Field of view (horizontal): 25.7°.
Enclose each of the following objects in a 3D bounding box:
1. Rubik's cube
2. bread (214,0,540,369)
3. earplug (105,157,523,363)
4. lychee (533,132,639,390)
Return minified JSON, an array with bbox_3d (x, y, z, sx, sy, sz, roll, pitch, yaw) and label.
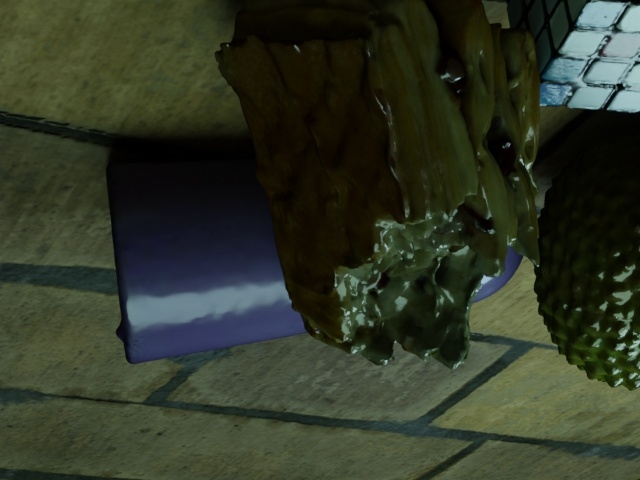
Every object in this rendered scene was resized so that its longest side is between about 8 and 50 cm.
[{"bbox_3d":[0.258,-0.214,1.210,0.151,0.155,0.154,1,150,-13],"label":"Rubik's cube"},{"bbox_3d":[0.077,-0.062,1.250,0.192,0.369,0.314,-27,-157,-30],"label":"bread"},{"bbox_3d":[0.000,0.000,1.512,0.456,0.215,0.215,-7,151,-8],"label":"earplug"},{"bbox_3d":[0.363,0.004,1.521,0.270,0.319,0.270,10,164,3],"label":"lychee"}]
